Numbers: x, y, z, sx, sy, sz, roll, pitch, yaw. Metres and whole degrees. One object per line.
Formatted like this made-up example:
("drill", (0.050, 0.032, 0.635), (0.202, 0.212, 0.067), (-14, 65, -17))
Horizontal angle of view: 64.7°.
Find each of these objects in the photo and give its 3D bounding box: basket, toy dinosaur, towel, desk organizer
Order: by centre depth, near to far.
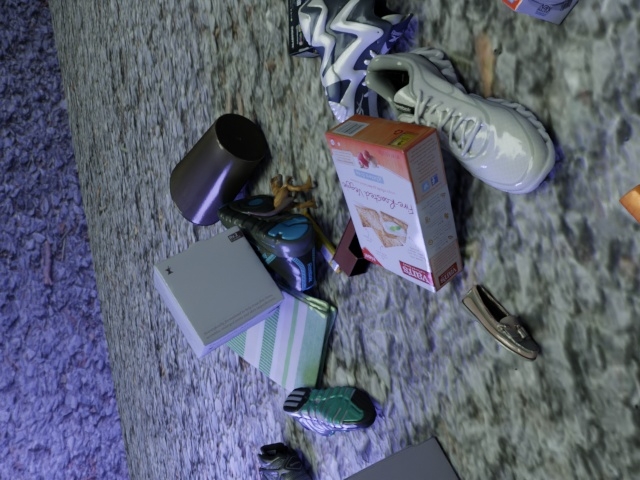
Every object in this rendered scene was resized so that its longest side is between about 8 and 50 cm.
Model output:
("desk organizer", (0.071, -0.002, 0.869), (0.050, 0.047, 0.130), (49, 132, 34))
("toy dinosaur", (-0.067, -0.076, 0.978), (0.211, 0.112, 0.064), (-93, -10, -67))
("towel", (-0.118, 0.178, 1.100), (0.325, 0.038, 0.247), (26, 118, 30))
("basket", (-0.233, -0.174, 1.165), (0.227, 0.154, 0.204), (-39, 43, 44))

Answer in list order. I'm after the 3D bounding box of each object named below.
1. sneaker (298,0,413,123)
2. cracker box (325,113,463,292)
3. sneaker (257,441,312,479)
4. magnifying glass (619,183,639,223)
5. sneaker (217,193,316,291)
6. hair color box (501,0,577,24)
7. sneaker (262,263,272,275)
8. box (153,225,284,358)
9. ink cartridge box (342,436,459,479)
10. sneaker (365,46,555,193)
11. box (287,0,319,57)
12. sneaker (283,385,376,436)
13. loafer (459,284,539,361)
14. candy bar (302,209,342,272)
("sneaker", (0.081, -0.275, 0.767), (0.153, 0.094, 0.234), (-15, 104, 31))
("cracker box", (0.106, -0.053, 0.715), (0.156, 0.067, 0.232), (26, 146, 49))
("sneaker", (-0.108, 0.554, 1.176), (0.130, 0.087, 0.227), (60, 135, 31))
("magnifying glass", (0.378, 0.040, 0.482), (0.092, 0.026, 0.231), (-55, 53, 42))
("sneaker", (-0.119, -0.002, 1.061), (0.341, 0.125, 0.139), (34, 142, 55))
("hair color box", (0.263, -0.317, 0.517), (0.053, 0.093, 0.167), (59, 137, 30))
("sneaker", (-0.164, 0.057, 1.191), (0.188, 0.067, 0.078), (59, 170, 17))
("box", (-0.199, 0.099, 0.980), (0.181, 0.181, 0.119), (55, 153, 12))
("ink cartridge box", (0.125, 0.482, 0.752), (0.270, 0.197, 0.198), (60, 138, 28))
("sneaker", (0.167, -0.158, 0.656), (0.292, 0.118, 0.110), (50, 131, 34))
("box", (0.009, -0.444, 0.871), (0.175, 0.051, 0.220), (9, 103, 52))
("sneaker", (0.032, 0.341, 0.982), (0.224, 0.083, 0.098), (-7, 124, 45))
("loafer", (0.238, 0.106, 0.668), (0.125, 0.045, 0.039), (44, 123, 43))
("candy bar", (0.000, 0.000, 0.988), (0.161, 0.018, 0.040), (52, 137, 34))
